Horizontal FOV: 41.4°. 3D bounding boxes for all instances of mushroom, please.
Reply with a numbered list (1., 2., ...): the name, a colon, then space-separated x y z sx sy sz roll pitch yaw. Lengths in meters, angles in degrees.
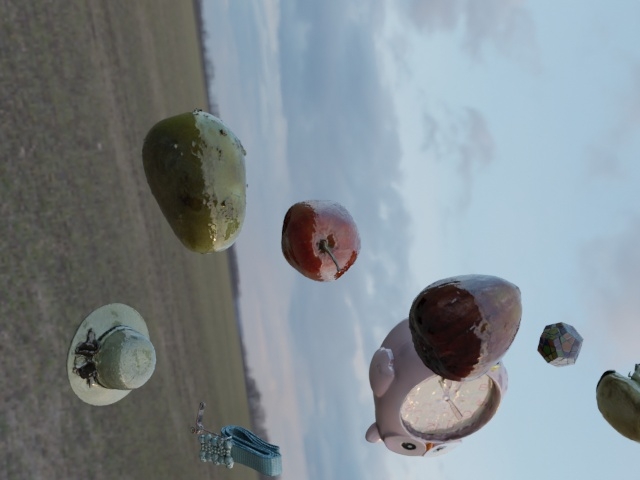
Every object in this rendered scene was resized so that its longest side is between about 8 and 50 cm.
1. mushroom: 0.863 0.457 2.231 0.190 0.267 0.164 -63 -179 25

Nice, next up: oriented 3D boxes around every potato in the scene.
1. potato: -0.296 -0.149 2.124 0.219 0.269 0.359 -6 69 -59

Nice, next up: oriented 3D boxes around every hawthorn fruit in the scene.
1. hawthorn fruit: 0.000 0.000 1.538 0.203 0.162 0.163 -164 -113 -89

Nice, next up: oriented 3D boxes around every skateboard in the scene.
1. skateboard: -0.211 0.360 1.663 0.032 0.083 0.064 5 100 -58

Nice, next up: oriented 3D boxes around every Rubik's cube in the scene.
1. Rubik's cube: 0.573 0.249 2.026 0.111 0.111 0.093 93 0 -60

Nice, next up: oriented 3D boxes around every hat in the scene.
1. hat: -0.478 0.288 2.067 0.130 0.257 0.257 7 -70 39

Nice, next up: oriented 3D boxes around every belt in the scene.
1. belt: -0.153 0.424 1.694 0.179 0.100 0.065 10 -74 44

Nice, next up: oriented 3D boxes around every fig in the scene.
1. fig: 0.311 0.178 1.833 0.224 0.263 0.224 41 23 -21

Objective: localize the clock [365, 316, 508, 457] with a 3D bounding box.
1. clock: 0.284 0.374 2.182 0.251 0.368 0.377 -107 -149 -54
